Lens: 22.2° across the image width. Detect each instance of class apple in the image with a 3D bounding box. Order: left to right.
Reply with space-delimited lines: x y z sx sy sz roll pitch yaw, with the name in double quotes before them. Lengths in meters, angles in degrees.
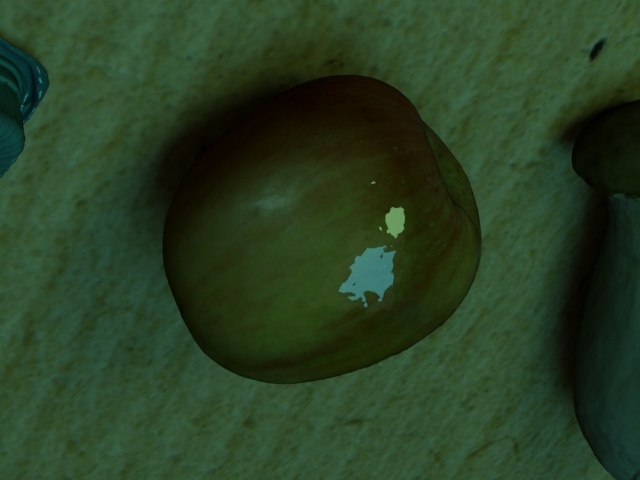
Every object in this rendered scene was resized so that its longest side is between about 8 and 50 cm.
"apple" 0.000 0.000 0.973 0.199 0.199 0.199 -15 134 -16

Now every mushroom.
"mushroom" 0.243 0.049 1.176 0.128 0.128 0.350 -20 132 -11

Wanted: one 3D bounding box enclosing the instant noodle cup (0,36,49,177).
"instant noodle cup" -0.243 -0.047 0.872 0.179 0.070 0.157 -47 135 14
